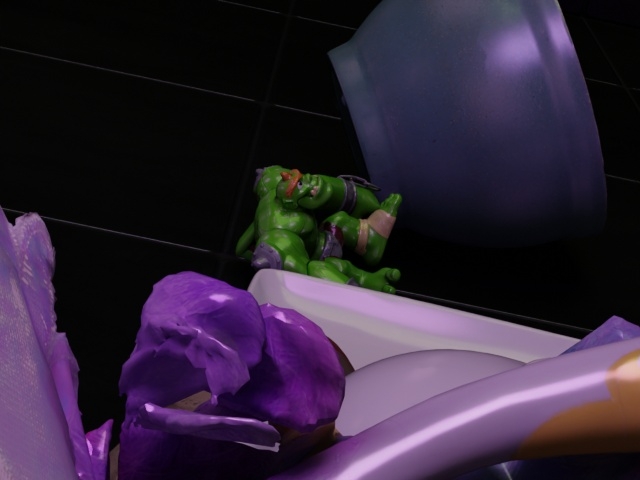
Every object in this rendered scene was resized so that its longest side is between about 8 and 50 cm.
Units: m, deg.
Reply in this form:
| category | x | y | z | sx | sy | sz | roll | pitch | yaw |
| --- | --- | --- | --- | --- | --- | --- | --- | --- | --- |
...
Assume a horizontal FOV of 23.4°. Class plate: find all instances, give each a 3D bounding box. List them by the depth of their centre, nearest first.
| category | x | y | z | sx | sy | sz | roll | pitch | yaw |
| --- | --- | --- | --- | --- | --- | --- | --- | --- | --- |
| plate | 0.066 | 0.112 | 1.042 | 0.277 | 0.045 | 0.278 | 13 | 21 | 3 |

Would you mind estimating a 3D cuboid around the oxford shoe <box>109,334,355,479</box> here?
| category | x | y | z | sx | sy | sz | roll | pitch | yaw |
| --- | --- | --- | --- | --- | --- | --- | --- | --- | --- |
| oxford shoe | -0.077 | 0.171 | 0.757 | 0.130 | 0.123 | 0.348 | -19 | 15 | 26 |

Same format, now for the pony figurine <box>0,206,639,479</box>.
| category | x | y | z | sx | sy | sz | roll | pitch | yaw |
| --- | --- | --- | --- | --- | --- | --- | --- | --- | --- |
| pony figurine | -0.039 | 0.120 | 0.472 | 0.363 | 0.303 | 0.351 | -5 | 51 | -6 |

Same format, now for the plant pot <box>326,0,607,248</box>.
| category | x | y | z | sx | sy | sz | roll | pitch | yaw |
| --- | --- | --- | --- | --- | --- | --- | --- | --- | --- |
| plant pot | 0.119 | -0.118 | 1.418 | 0.196 | 0.293 | 0.293 | -16 | 23 | -1 |

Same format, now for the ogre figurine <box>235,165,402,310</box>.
| category | x | y | z | sx | sy | sz | roll | pitch | yaw |
| --- | --- | --- | --- | --- | --- | --- | --- | --- | --- |
| ogre figurine | 0.000 | 0.000 | 1.250 | 0.118 | 0.097 | 0.197 | 20 | 50 | -15 |

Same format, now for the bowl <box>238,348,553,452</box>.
| category | x | y | z | sx | sy | sz | roll | pitch | yaw |
| --- | --- | --- | --- | --- | --- | --- | --- | --- | --- |
| bowl | 0.102 | 0.148 | 0.684 | 0.298 | 0.134 | 0.298 | 28 | 31 | -18 |
